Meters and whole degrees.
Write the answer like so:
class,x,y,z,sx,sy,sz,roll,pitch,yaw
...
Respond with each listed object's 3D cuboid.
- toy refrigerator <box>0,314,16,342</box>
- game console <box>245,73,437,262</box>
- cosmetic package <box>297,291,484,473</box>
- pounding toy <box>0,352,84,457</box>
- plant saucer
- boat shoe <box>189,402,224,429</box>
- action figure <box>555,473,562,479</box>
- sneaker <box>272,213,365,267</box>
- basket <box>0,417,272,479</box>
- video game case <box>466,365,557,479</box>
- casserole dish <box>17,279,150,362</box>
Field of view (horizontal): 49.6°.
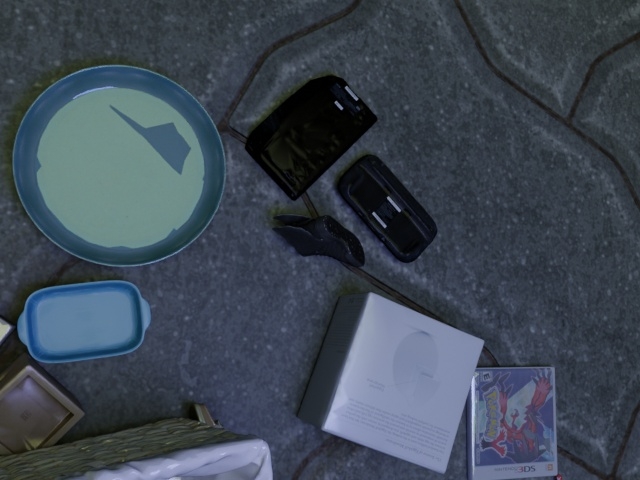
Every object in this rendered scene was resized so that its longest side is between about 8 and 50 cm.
class,x,y,z,sx,sy,sz,roll,pitch,yaw
toy refrigerator,-0.566,0.082,0.945,0.269,0.094,0.102,38,73,-12
game console,0.057,-0.105,1.211,0.213,0.044,0.361,-45,98,-16
cosmetic package,0.114,0.231,1.140,0.224,0.138,0.224,24,75,-15
pounding toy,-0.440,0.242,0.980,0.141,0.100,0.130,-45,113,-16
plant saucer,-0.308,-0.115,1.084,0.317,0.044,0.317,2,84,-18
boat shoe,-0.158,0.318,1.082,0.048,0.056,0.153,-26,94,-29
action figure,0.440,0.492,1.282,0.038,0.030,0.115,6,80,-13
sneaker,0.000,0.002,1.171,0.170,0.089,0.051,42,40,-45
basket,-0.249,0.417,0.882,0.328,0.266,0.331,-4,91,-34
video game case,0.353,0.334,1.271,0.183,0.023,0.201,3,83,-19
casserole dish,-0.354,0.121,1.044,0.188,0.037,0.114,-5,86,-19
